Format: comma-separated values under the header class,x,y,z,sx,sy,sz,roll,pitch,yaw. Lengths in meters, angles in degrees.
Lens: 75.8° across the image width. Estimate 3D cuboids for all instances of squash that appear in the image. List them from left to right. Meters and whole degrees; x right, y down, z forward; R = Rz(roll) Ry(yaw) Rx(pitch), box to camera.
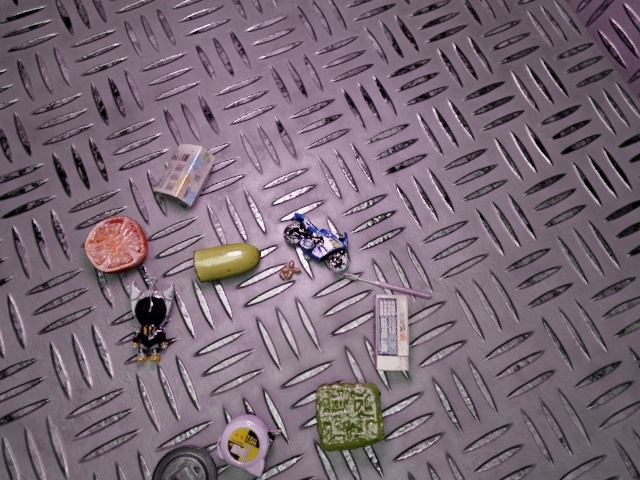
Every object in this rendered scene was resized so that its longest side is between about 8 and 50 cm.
class,x,y,z,sx,sy,sz,roll,pitch,yaw
squash,-0.352,0.075,1.589,0.247,0.132,0.132,-13,77,-4

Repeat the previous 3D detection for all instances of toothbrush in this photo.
class,x,y,z,sx,sy,sz,roll,pitch,yaw
toothbrush,0.267,0.181,1.634,0.354,0.029,0.024,14,90,1

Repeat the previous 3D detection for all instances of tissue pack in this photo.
class,x,y,z,sx,sy,sz,roll,pitch,yaw
tissue pack,-0.534,-0.256,1.675,0.159,0.145,0.229,13,73,35

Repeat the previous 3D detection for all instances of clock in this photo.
class,x,y,z,sx,sy,sz,roll,pitch,yaw
clock,-0.475,0.839,1.444,0.226,0.049,0.226,1,77,-3

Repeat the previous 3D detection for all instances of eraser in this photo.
class,x,y,z,sx,sy,sz,roll,pitch,yaw
eraser,0.266,0.349,1.567,0.124,0.081,0.279,2,76,-2

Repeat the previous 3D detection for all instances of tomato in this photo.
class,x,y,z,sx,sy,sz,roll,pitch,yaw
tomato,-0.783,0.024,1.608,0.237,0.095,0.236,0,72,-1

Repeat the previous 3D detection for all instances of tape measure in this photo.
class,x,y,z,sx,sy,sz,roll,pitch,yaw
tape measure,-0.257,0.713,1.457,0.196,0.105,0.178,26,84,6

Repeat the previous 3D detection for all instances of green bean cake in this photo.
class,x,y,z,sx,sy,sz,roll,pitch,yaw
green bean cake,0.107,0.622,1.473,0.248,0.125,0.222,-5,76,-3

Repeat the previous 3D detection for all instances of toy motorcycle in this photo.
class,x,y,z,sx,sy,sz,roll,pitch,yaw
toy motorcycle,0.000,0.000,1.634,0.315,0.113,0.169,33,67,14

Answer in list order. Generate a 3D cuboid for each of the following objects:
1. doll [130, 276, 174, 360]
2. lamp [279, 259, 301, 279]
class,x,y,z,sx,sy,sz,roll,pitch,yaw
doll,-0.630,0.294,1.543,0.145,0.103,0.316,0,84,14
lamp,-0.125,0.125,1.637,0.083,0.031,0.063,-39,79,-7
